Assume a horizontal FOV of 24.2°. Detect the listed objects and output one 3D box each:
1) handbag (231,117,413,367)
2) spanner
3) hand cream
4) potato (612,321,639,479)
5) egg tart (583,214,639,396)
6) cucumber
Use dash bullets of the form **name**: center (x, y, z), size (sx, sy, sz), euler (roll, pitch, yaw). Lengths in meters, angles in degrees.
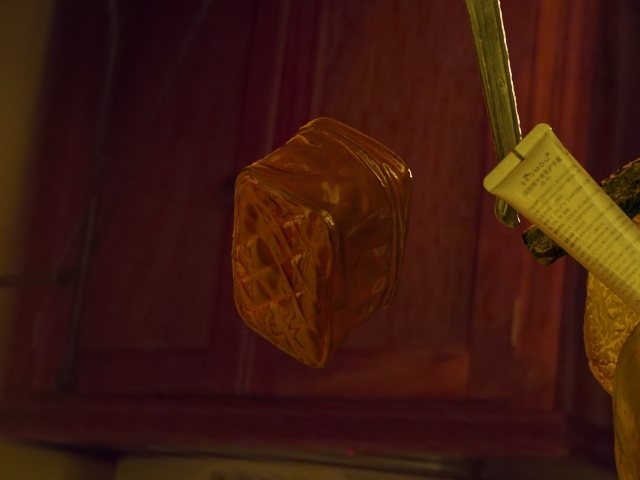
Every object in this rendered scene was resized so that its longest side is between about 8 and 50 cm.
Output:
- **handbag**: center (0.000, 0.000, 1.455), size (0.146, 0.135, 0.225), euler (29, 137, 27)
- **spanner**: center (0.172, -0.153, 1.451), size (0.071, 0.302, 0.017), euler (-29, -153, -29)
- **hand cream**: center (0.210, 0.001, 1.104), size (0.194, 0.067, 0.042), euler (45, -172, 11)
- **potato**: center (0.275, 0.105, 0.643), size (0.307, 0.210, 0.173), euler (15, -153, 18)
- **egg tart**: center (0.437, 0.065, 1.929), size (0.120, 0.315, 0.315), euler (6, 167, -13)
- **cucumber**: center (0.288, -0.053, 1.313), size (0.257, 0.044, 0.043), euler (-35, 123, 27)
